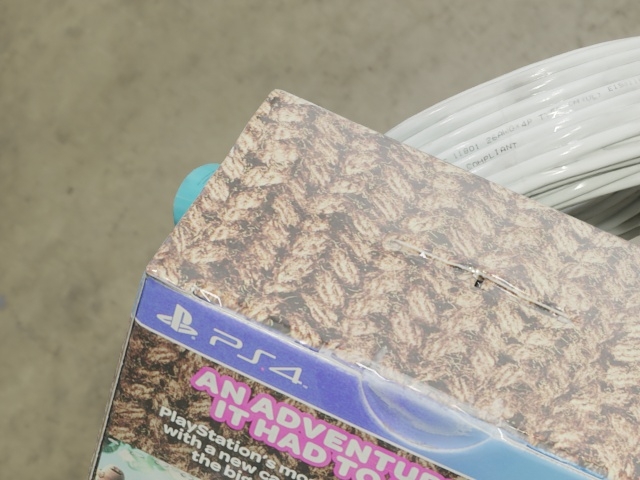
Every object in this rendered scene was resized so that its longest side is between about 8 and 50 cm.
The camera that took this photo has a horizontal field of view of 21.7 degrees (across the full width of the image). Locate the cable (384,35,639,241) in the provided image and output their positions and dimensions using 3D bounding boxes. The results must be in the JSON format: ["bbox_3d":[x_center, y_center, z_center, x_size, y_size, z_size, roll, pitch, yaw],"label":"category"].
[{"bbox_3d":[0.134,-0.042,1.024,0.257,0.257,0.089,-24,77,13],"label":"cable"}]

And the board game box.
[{"bbox_3d":[0.024,0.121,0.744,0.232,0.291,0.141,24,40,5],"label":"board game box"}]

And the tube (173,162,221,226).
[{"bbox_3d":[0.000,0.000,0.912,0.207,0.080,0.052,17,103,48],"label":"tube"}]
